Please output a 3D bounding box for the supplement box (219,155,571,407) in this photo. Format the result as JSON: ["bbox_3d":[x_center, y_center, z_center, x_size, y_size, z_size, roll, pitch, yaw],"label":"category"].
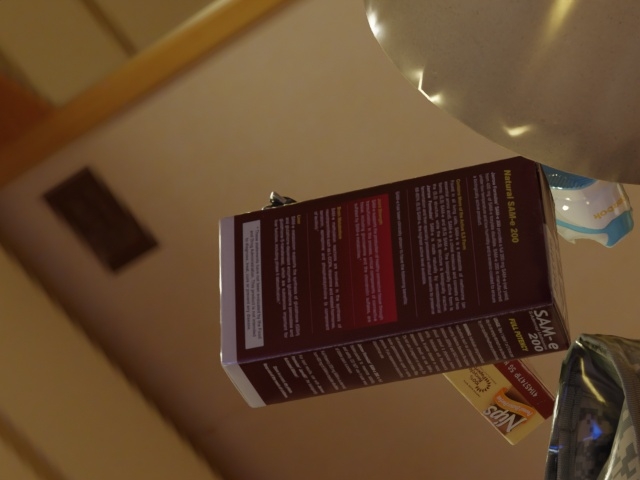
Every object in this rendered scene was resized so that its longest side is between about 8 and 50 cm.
[{"bbox_3d":[0.051,0.030,1.425,0.073,0.239,0.130,60,-157,-53],"label":"supplement box"}]

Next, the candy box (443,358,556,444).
[{"bbox_3d":[0.166,0.096,2.514,0.183,0.087,0.316,47,-173,-38],"label":"candy box"}]

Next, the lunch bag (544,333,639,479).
[{"bbox_3d":[0.271,0.191,1.213,0.235,0.169,0.287,8,-130,-14],"label":"lunch bag"}]

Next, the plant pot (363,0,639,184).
[{"bbox_3d":[0.183,-0.216,1.112,0.256,0.274,0.256,11,-140,-10],"label":"plant pot"}]

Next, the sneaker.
[{"bbox_3d":[0.260,-0.047,2.184,0.092,0.087,0.229,59,168,-19],"label":"sneaker"}]

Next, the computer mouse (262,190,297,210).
[{"bbox_3d":[0.000,0.000,2.484,0.188,0.072,0.272,40,-173,4],"label":"computer mouse"}]
